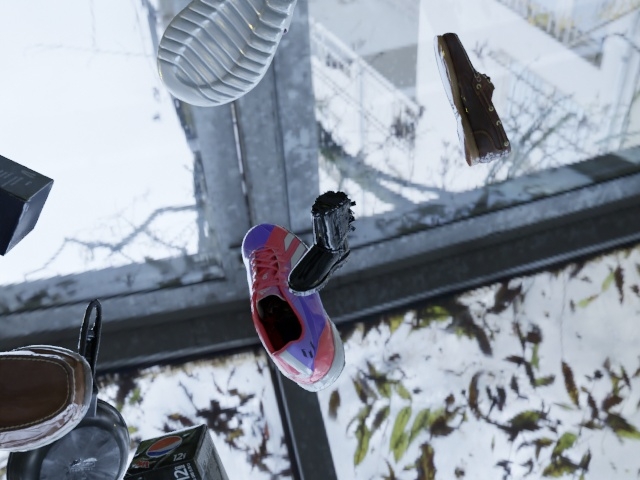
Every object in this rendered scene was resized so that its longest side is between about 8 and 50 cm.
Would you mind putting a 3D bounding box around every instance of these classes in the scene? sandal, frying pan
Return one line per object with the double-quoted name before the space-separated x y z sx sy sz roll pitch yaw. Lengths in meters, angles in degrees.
"sandal" -0.119 -0.364 1.460 0.169 0.416 0.102 37 -137 -10
"frying pan" -0.338 0.274 1.381 0.053 0.197 0.326 19 -103 49

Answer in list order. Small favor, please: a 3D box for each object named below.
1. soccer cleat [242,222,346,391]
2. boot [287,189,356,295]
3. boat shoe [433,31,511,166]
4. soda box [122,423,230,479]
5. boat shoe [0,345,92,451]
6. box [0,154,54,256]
"soccer cleat" -0.060 0.073 1.348 0.108 0.116 0.318 -36 -133 14
"boot" 0.000 0.000 1.142 0.045 0.099 0.121 23 -139 29
"boat shoe" 0.229 -0.218 1.391 0.073 0.207 0.073 -18 -175 -1
"soda box" -0.087 0.227 0.695 0.060 0.169 0.053 -17 -164 10
"boat shoe" -0.411 0.187 1.042 0.324 0.116 0.123 -13 -102 19
"box" -0.485 -0.067 1.312 0.158 0.093 0.156 25 -167 -8
